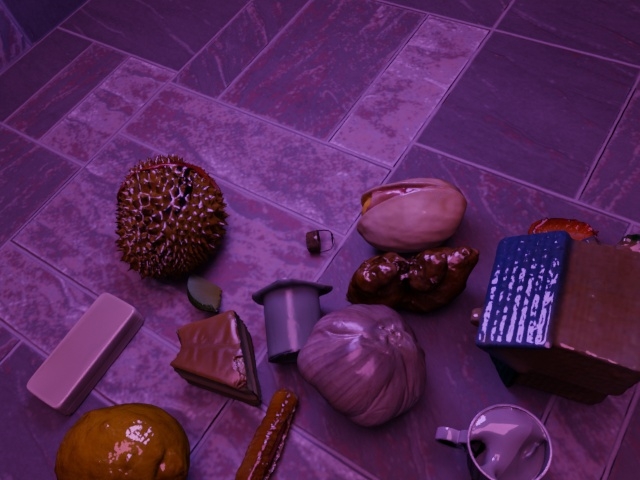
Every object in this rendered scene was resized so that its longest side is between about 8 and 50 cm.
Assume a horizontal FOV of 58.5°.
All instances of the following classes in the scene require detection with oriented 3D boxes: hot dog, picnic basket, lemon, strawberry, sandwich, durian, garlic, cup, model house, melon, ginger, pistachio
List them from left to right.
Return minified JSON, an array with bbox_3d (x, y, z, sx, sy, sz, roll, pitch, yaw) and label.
[{"bbox_3d":[-0.463,0.516,1.353,0.285,0.285,0.316,-49,35,-20],"label":"lemon"},{"bbox_3d":[-0.450,-0.075,1.711,0.348,0.347,0.384,-12,83,2],"label":"durian"},{"bbox_3d":[-0.322,0.162,1.615,0.114,0.262,0.053,15,99,-21],"label":"melon"},{"bbox_3d":[-0.278,0.333,1.499,0.198,0.155,0.227,-18,56,1],"label":"sandwich"},{"bbox_3d":[-0.134,0.501,1.416,0.083,0.068,0.289,10,61,24],"label":"hot dog"},{"bbox_3d":[0.000,0.000,1.716,0.083,0.072,0.072,-6,57,5],"label":"picnic basket"},{"bbox_3d":[0.113,0.290,1.371,0.317,0.259,0.317,27,39,-24],"label":"garlic"},{"bbox_3d":[0.234,0.094,1.491,0.358,0.274,0.152,-9,61,4],"label":"ginger"},{"bbox_3d":[0.261,-0.080,1.627,0.309,0.230,0.229,-3,57,19],"label":"pistachio"},{"bbox_3d":[0.385,0.456,1.269,0.167,0.202,0.221,-42,60,-17],"label":"cup"},{"bbox_3d":[0.529,0.175,1.320,0.343,0.382,0.334,14,60,16],"label":"model house"},{"bbox_3d":[0.669,0.000,1.598,0.188,0.082,0.121,2,77,0],"label":"strawberry"}]

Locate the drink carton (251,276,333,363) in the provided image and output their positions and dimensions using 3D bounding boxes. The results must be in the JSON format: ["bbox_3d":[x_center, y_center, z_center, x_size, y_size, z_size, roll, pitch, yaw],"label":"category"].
[{"bbox_3d":[-0.070,0.221,1.524,0.191,0.185,0.189,-29,63,40],"label":"drink carton"}]

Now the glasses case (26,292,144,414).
[{"bbox_3d":[-0.660,0.315,1.623,0.144,0.076,0.336,25,65,23],"label":"glasses case"}]
